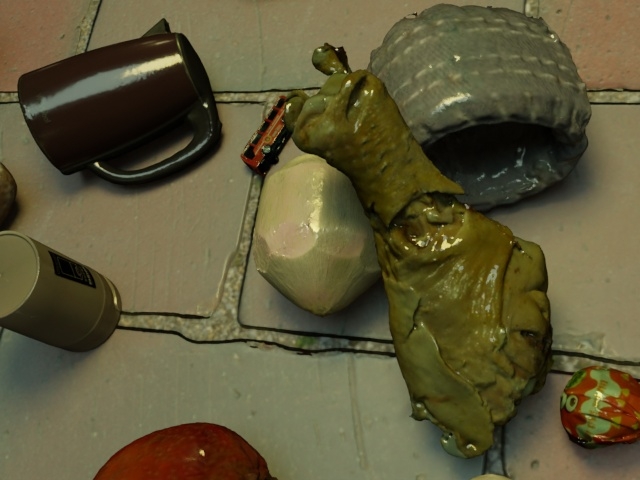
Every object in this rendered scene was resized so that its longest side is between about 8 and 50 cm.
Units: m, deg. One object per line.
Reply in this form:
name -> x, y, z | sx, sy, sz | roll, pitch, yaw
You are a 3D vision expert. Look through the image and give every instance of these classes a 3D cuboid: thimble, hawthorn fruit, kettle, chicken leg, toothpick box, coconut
thimble -> 0.169, -0.150, 0.873 | 0.236, 0.205, 0.172 | -12, 61, 8
hawthorn fruit -> -0.163, 0.302, 0.804 | 0.253, 0.205, 0.205 | -26, 64, 11
kettle -> -0.260, -0.176, 1.053 | 0.232, 0.144, 0.202 | -20, 85, 5
chicken leg -> 0.100, 0.005, 0.772 | 0.201, 0.152, 0.429 | -31, 107, 8
toothpick box -> -0.335, 0.067, 0.950 | 0.111, 0.180, 0.111 | -6, 69, 15
coconut -> 0.000, 0.000, 0.892 | 0.171, 0.171, 0.182 | 1, 68, 17

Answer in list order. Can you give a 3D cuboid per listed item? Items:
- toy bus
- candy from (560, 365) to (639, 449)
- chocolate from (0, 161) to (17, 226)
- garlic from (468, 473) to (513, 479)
toy bus -> -0.064, -0.140, 1.035 | 0.043, 0.031, 0.110 | 27, 77, 26
candy -> 0.379, 0.198, 0.761 | 0.288, 0.078, 0.084 | 17, 71, 13
chocolate -> -0.522, -0.006, 1.090 | 0.157, 0.080, 0.254 | 26, 76, 39
garlic -> 0.104, 0.340, 0.708 | 0.185, 0.203, 0.281 | 30, 83, 43
